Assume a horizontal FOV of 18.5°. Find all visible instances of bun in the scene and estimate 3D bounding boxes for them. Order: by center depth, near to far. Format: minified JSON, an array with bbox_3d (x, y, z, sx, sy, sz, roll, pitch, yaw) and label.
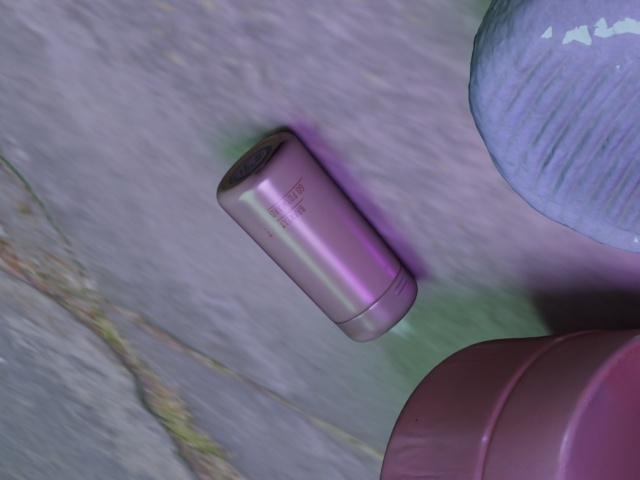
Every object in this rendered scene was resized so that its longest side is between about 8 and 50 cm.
[{"bbox_3d":[0.120,-0.056,0.652,0.141,0.083,0.141,21,150,13],"label":"bun"}]

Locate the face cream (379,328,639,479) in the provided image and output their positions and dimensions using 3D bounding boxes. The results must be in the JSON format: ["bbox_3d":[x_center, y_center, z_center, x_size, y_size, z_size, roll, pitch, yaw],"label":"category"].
[{"bbox_3d":[0.110,0.111,0.796,0.104,0.149,0.149,-8,125,50],"label":"face cream"}]

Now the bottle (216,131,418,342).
[{"bbox_3d":[0.000,0.000,0.868,0.096,0.045,0.045,48,146,-16],"label":"bottle"}]
